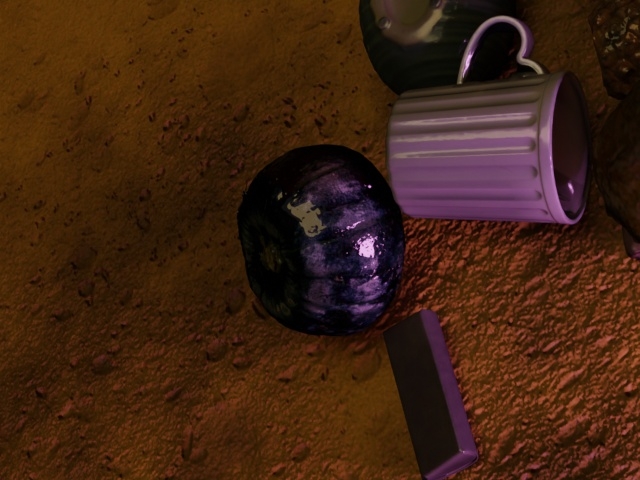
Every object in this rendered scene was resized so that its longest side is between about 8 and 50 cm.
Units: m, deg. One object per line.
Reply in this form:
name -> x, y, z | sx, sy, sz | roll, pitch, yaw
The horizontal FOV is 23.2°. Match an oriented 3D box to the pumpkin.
pumpkin -> 0.000, 0.000, 1.826 | 0.233, 0.163, 0.233 | 40, 138, 49

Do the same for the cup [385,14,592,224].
cup -> 0.194, -0.124, 1.761 | 0.202, 0.167, 0.221 | -1, 62, 25

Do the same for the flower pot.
flower pot -> 0.139, -0.280, 1.879 | 0.189, 0.157, 0.243 | -14, 70, 27

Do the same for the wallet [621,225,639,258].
wallet -> 0.378, -0.063, 1.707 | 0.118, 0.039, 0.152 | -18, 61, 30

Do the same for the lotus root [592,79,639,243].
lotus root -> 0.434, -0.117, 1.595 | 0.314, 0.142, 0.210 | -41, 56, 0

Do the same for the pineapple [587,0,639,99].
pineapple -> 0.422, -0.235, 1.703 | 0.248, 0.128, 0.128 | -15, 64, 22

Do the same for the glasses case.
glasses case -> 0.125, 0.175, 1.778 | 0.072, 0.042, 0.190 | -31, 57, 28
